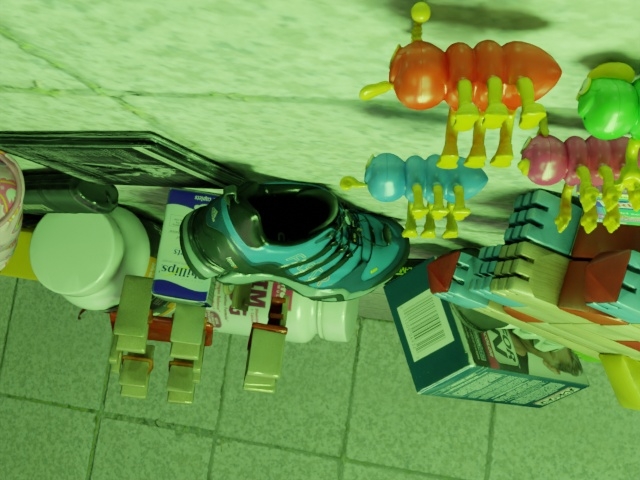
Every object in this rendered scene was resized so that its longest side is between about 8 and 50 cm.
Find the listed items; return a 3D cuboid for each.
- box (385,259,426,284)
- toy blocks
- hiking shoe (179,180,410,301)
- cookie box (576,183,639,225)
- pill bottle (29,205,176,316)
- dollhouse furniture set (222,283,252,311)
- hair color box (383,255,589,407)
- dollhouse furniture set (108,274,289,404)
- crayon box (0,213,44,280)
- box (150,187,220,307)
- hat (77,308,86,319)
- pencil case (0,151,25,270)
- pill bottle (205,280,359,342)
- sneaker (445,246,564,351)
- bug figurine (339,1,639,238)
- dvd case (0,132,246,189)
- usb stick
[{"bbox_3d":[0.212,0.069,1.506,0.184,0.045,0.190,-3,166,39],"label":"box"},{"bbox_3d":[0.275,0.043,0.893,0.261,0.191,0.381,22,170,-13],"label":"toy blocks"},{"bbox_3d":[0.000,0.000,1.002,0.304,0.113,0.132,1,157,-38],"label":"hiking shoe"},{"bbox_3d":[0.251,-0.040,0.695,0.091,0.040,0.107,6,171,23],"label":"cookie box"},{"bbox_3d":[-0.313,0.033,1.371,0.162,0.162,0.278,6,172,14],"label":"pill bottle"},{"bbox_3d":[-0.063,0.048,1.349,0.151,0.123,0.144,6,172,17],"label":"dollhouse furniture set"},{"bbox_3d":[0.258,0.147,1.351,0.105,0.174,0.347,-34,149,31],"label":"hair color box"},{"bbox_3d":[-0.182,0.140,1.334,0.259,0.135,0.262,8,151,-6],"label":"dollhouse furniture set"},{"bbox_3d":[-0.529,0.001,1.501,0.318,0.081,0.202,8,-173,3],"label":"crayon box"},{"bbox_3d":[-0.167,0.013,1.160,0.072,0.137,0.126,9,172,-2],"label":"box"},{"bbox_3d":[-0.388,0.103,1.675,0.173,0.184,0.208,-9,150,41],"label":"hat"},{"bbox_3d":[-0.431,-0.025,1.095,0.124,0.124,0.284,11,162,-20],"label":"pencil case"},{"bbox_3d":[-0.081,0.093,1.561,0.283,0.160,0.160,6,172,12],"label":"pill bottle"},{"bbox_3d":[0.300,0.067,1.232,0.146,0.122,0.330,-23,152,39],"label":"sneaker"},{"bbox_3d":[0.125,-0.062,0.560,0.216,0.072,0.279,2,168,-2],"label":"bug figurine"},{"bbox_3d":[-0.214,-0.084,0.953,0.221,0.018,0.164,4,171,29],"label":"dvd case"},{"bbox_3d":[-0.369,-0.061,1.177,0.278,0.045,0.077,2,166,42],"label":"usb stick"}]
